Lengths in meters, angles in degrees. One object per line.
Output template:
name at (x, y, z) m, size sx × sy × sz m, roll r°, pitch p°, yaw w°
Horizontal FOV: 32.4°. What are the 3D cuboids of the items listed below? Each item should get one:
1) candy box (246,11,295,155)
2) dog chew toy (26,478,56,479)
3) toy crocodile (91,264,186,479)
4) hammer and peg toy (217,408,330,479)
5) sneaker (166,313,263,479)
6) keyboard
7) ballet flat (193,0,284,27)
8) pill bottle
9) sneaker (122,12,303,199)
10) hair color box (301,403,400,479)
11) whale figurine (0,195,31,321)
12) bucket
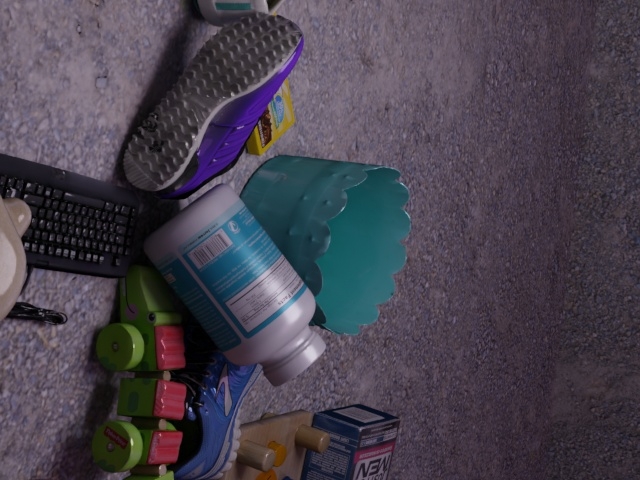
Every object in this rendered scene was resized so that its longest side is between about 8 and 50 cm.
candy box at (-0.087, -0.237, 1.613) m, size 0.105 × 0.027 × 0.205 m, roll -51°, pitch 143°, yaw -41°
dog chew toy at (-0.306, 0.405, 1.359) m, size 0.206 × 0.207 × 0.332 m, roll -70°, pitch 158°, yaw -9°
toy crocodile at (-0.223, 0.200, 1.451) m, size 0.115 × 0.105 × 0.340 m, roll 17°, pitch 71°, yaw -61°
hammer and peg toy at (-0.113, 0.460, 1.779) m, size 0.266 × 0.127 × 0.361 m, roll 0°, pitch 103°, yaw -62°
sneaker at (-0.164, 0.195, 1.570) m, size 0.147 × 0.130 × 0.329 m, roll 3°, pitch 100°, yaw -63°
keyboard at (-0.331, 0.013, 1.301) m, size 0.317 × 0.033 × 0.201 m, roll 14°, pitch 90°, yaw -60°
ballet flat at (-0.021, -0.414, 1.544) m, size 0.400 × 0.139 × 0.139 m, roll -50°, pitch 142°, yaw -38°
pill bottle at (-0.106, 0.065, 1.472) m, size 0.264 × 0.146 × 0.146 m, roll 54°, pitch 46°, yaw -7°
sneaker at (-0.129, -0.168, 1.455) m, size 0.293 × 0.102 × 0.146 m, roll -46°, pitch 157°, yaw -1°
hair color box at (0.038, 0.495, 2.075) m, size 0.174 × 0.105 × 0.347 m, roll 3°, pitch 100°, yaw -60°
whale figurine at (-0.397, -0.027, 1.096) m, size 0.216 × 0.141 × 0.272 m, roll 1°, pitch 78°, yaw -47°
bucket at (0.000, 0.000, 1.710) m, size 0.281 × 0.183 × 0.281 m, roll -33°, pitch 130°, yaw -50°
